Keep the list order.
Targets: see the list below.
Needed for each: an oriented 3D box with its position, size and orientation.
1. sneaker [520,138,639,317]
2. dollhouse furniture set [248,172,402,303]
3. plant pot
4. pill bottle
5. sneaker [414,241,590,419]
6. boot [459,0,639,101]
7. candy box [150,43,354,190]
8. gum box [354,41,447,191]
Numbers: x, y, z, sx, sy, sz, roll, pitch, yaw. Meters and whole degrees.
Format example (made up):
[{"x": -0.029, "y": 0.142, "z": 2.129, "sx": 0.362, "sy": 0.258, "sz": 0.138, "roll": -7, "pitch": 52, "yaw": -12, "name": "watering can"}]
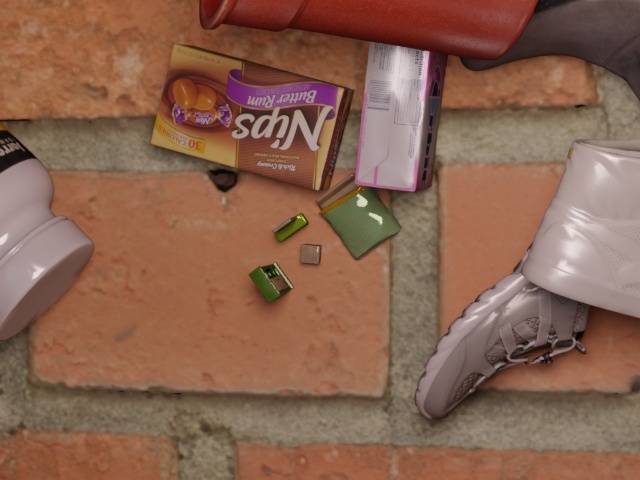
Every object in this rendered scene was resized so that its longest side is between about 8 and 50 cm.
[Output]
[{"x": 0.349, "y": -0.006, "z": 1.622, "sx": 0.293, "sy": 0.108, "sz": 0.169, "roll": 14, "pitch": 102, "yaw": -16, "name": "sneaker"}, {"x": 0.000, "y": 0.000, "z": 1.771, "sx": 0.152, "sy": 0.058, "sz": 0.076, "roll": -36, "pitch": 86, "yaw": 14, "name": "dollhouse furniture set"}, {"x": 0.057, "y": -0.286, "z": 1.538, "sx": 0.265, "sy": 0.272, "sz": 0.272, "roll": 13, "pitch": 98, "yaw": -13, "name": "plant pot"}, {"x": -0.399, "y": -0.060, "z": 1.794, "sx": 0.334, "sy": 0.188, "sz": 0.188, "roll": 43, "pitch": 102, "yaw": 6, "name": "pill bottle"}, {"x": 0.206, "y": 0.084, "z": 1.706, "sx": 0.115, "sy": 0.105, "sz": 0.281, "roll": 45, "pitch": 102, "yaw": 6, "name": "sneaker"}, {"x": 0.308, "y": -0.159, "z": 1.664, "sx": 0.338, "sy": 0.118, "sz": 0.222, "roll": -16, "pitch": 99, "yaw": 21, "name": "boot"}, {"x": -0.070, "y": -0.126, "z": 1.781, "sx": 0.187, "sy": 0.053, "sz": 0.109, "roll": 17, "pitch": 98, "yaw": 13, "name": "candy box"}, {"x": 0.083, "y": -0.146, "z": 1.715, "sx": 0.062, "sy": 0.107, "sz": 0.188, "roll": 8, "pitch": 96, "yaw": 12, "name": "gum box"}]
